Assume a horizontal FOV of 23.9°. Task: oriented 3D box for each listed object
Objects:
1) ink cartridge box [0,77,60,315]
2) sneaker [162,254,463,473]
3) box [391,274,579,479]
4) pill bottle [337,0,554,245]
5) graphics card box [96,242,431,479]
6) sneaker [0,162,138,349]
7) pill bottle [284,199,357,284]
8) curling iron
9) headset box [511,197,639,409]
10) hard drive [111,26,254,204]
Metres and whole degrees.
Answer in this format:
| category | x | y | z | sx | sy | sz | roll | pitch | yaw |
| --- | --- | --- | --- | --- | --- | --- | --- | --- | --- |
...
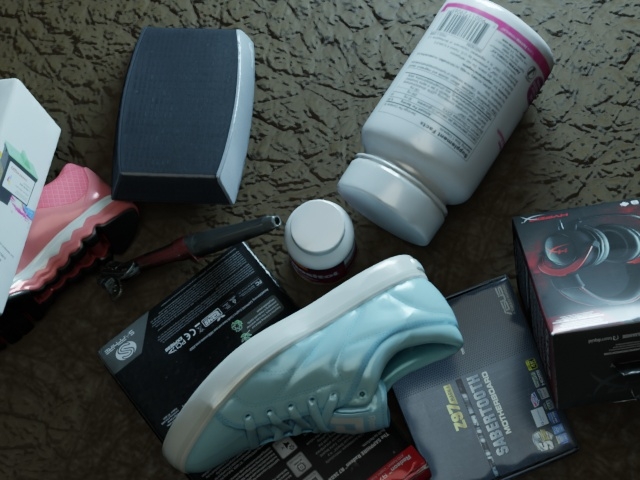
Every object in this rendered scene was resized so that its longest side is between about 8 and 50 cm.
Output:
| category | x | y | z | sx | sy | sz | roll | pitch | yaw |
| --- | --- | --- | --- | --- | --- | --- | --- | --- | --- |
| ink cartridge box | -0.458 | -0.051 | 1.831 | 0.201 | 0.117 | 0.278 | -3 | 57 | 22 |
| sneaker | 0.000 | 0.166 | 1.682 | 0.366 | 0.135 | 0.150 | -36 | 63 | -9 |
| box | 0.185 | 0.182 | 1.834 | 0.183 | 0.059 | 0.233 | -21 | 77 | 0 |
| pill bottle | 0.151 | -0.146 | 1.861 | 0.160 | 0.160 | 0.283 | 32 | 81 | 10 |
| graphics card box | -0.069 | 0.208 | 1.801 | 0.233 | 0.094 | 0.371 | -39 | 70 | -6 |
| sneaker | -0.382 | 0.024 | 1.894 | 0.314 | 0.116 | 0.136 | -38 | 67 | -12 |
| pill bottle | 0.000 | 0.000 | 1.840 | 0.086 | 0.152 | 0.086 | -1 | 77 | 4 |
| curling iron | -0.162 | 0.018 | 1.842 | 0.274 | 0.035 | 0.068 | -17 | 30 | 26 |
| headset box | 0.353 | 0.072 | 1.736 | 0.218 | 0.293 | 0.110 | -8 | 120 | 2 |
| hard drive | -0.174 | -0.165 | 1.905 | 0.172 | 0.054 | 0.255 | 3 | 59 | 4 |
